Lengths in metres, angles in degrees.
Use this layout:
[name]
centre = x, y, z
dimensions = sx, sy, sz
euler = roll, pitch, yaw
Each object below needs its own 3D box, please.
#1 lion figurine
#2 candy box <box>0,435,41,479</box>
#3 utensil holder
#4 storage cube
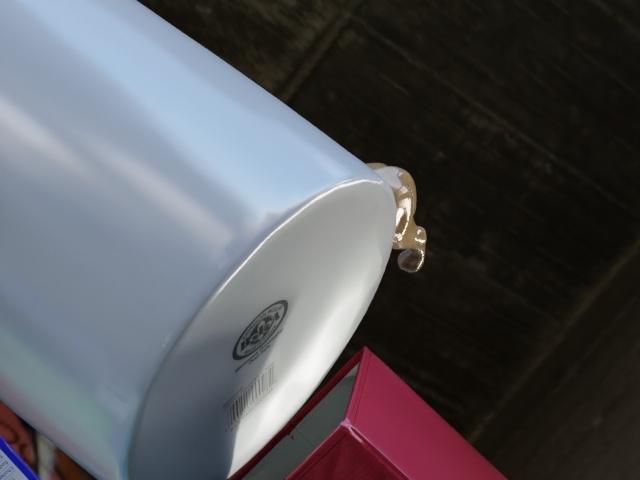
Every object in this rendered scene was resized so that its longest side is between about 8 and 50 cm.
[lion figurine]
centre = 0.000, 0.000, 1.414
dimensions = 0.392, 0.142, 0.240
euler = -43, -25, -33
[candy box]
centre = -0.419, 0.238, 1.367
dimensions = 0.122, 0.268, 0.317
euler = -42, -89, -20
[utensil holder]
centre = -0.180, -0.026, 0.975
dimensions = 0.327, 0.385, 0.327
euler = -44, -24, -26
[storage cube]
centre = 0.032, 0.225, 0.892
dimensions = 0.193, 0.215, 0.183
euler = 43, -78, -3
